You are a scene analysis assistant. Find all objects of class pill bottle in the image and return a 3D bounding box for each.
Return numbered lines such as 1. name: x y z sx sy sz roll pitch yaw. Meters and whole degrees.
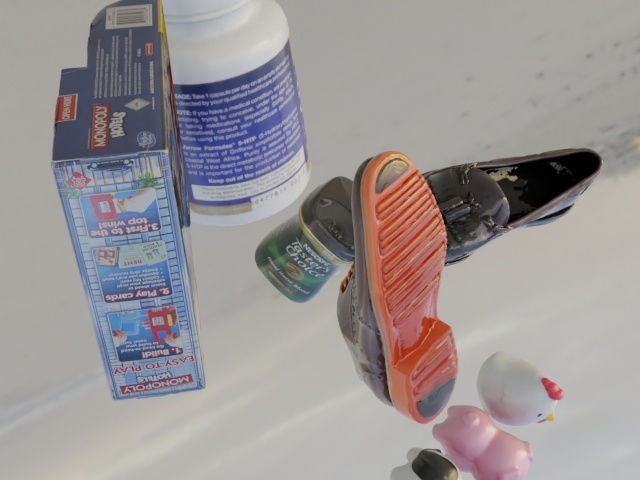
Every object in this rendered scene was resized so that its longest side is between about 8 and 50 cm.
1. pill bottle: -0.072 -0.114 0.892 0.112 0.186 0.112 -6 -142 4

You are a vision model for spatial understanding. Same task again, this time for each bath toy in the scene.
1. bath toy: 0.218 0.296 1.733 0.129 0.151 0.348 -1 -141 49

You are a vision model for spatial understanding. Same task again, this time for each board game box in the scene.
1. board game box: -0.107 -0.015 0.750 0.060 0.194 0.194 -6 -146 -4

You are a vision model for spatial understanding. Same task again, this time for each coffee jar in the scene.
1. coffee jar: 0.000 0.000 1.468 0.079 0.096 0.184 -46 -178 -33

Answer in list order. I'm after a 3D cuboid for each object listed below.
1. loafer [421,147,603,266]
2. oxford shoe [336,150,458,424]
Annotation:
1. loafer: 0.191 -0.052 1.425 0.302 0.109 0.095 -17 166 -37
2. oxford shoe: 0.048 0.040 1.107 0.098 0.271 0.097 20 -138 37
